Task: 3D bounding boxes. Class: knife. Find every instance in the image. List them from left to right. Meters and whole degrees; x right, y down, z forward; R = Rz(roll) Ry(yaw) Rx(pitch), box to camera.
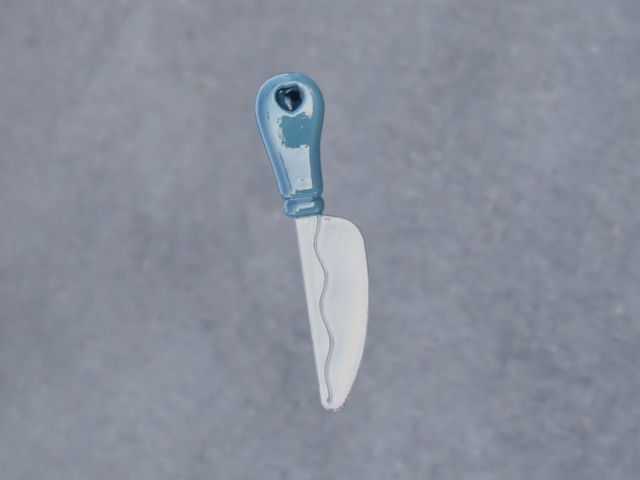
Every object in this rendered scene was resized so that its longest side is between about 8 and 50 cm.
[{"bbox_3d":[0.002,-0.001,1.387,0.032,0.058,0.244,177,79,-81],"label":"knife"}]
